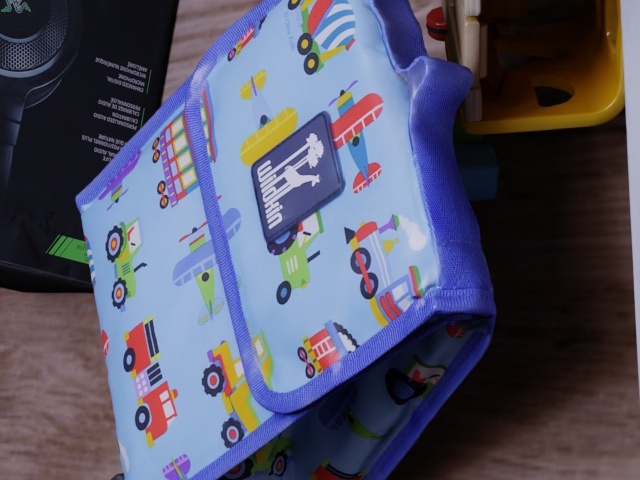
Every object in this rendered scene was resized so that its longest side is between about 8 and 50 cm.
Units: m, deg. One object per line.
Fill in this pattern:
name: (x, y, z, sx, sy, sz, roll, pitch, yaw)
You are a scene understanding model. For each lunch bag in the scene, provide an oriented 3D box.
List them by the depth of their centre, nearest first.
lunch bag: (0.000, 0.000, 1.029, 0.293, 0.138, 0.221, -48, 45, 46)

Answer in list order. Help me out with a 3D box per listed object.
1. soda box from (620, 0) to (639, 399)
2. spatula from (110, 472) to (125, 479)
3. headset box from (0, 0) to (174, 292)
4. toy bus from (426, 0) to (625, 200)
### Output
soda box: (0.201, -0.017, 0.883, 0.091, 0.098, 0.286, -17, 66, 42)
spatula: (-0.170, 0.285, 1.250, 0.084, 0.030, 0.296, 27, 98, 51)
headset box: (-0.241, -0.105, 1.294, 0.131, 0.246, 0.283, -1, 76, 49)
toy bus: (0.108, -0.135, 1.020, 0.191, 0.104, 0.202, 87, 180, -76)
